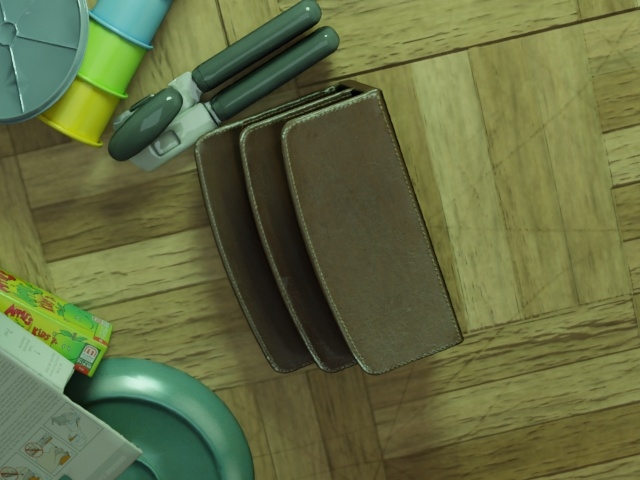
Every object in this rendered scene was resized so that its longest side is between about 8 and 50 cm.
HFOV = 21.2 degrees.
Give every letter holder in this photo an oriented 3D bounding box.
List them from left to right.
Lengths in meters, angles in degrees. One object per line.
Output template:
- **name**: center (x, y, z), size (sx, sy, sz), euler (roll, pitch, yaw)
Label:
- **letter holder**: center (0.000, 0.000, 1.911), size (0.214, 0.152, 0.301), euler (-21, 103, -8)

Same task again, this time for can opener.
- **can opener**: center (-0.111, -0.167, 1.912), size (0.283, 0.095, 0.076), euler (-31, 103, 11)

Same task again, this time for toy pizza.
- **toy pizza**: center (-0.338, -0.226, 1.886), size (0.201, 0.032, 0.201), euler (-3, 83, 23)

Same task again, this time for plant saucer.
- **plant saucer**: center (-0.237, 0.297, 2.042), size (0.318, 0.043, 0.317), euler (-1, 103, -3)

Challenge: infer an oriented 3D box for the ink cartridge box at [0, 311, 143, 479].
- **ink cartridge box**: center (-0.368, 0.233, 1.967), size (0.239, 0.060, 0.275), euler (38, 120, -15)

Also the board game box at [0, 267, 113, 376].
- **board game box**: center (-0.331, 0.086, 1.963), size (0.181, 0.092, 0.043), euler (28, 101, -8)

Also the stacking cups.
- **stacking cups**: center (-0.215, -0.263, 1.892), size (0.096, 0.096, 0.316), euler (27, 98, -8)
